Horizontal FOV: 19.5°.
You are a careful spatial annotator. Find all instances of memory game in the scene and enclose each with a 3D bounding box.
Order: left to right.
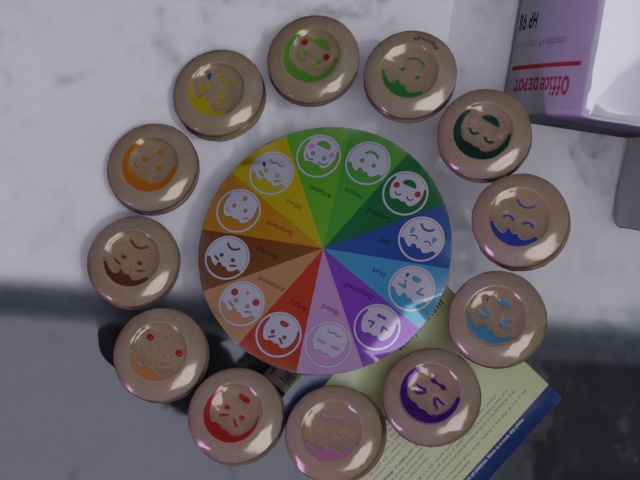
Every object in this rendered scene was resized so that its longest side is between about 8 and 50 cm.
[{"bbox_3d":[0.000,0.000,0.705,0.186,0.012,0.186,-3,74,9],"label":"memory game"}]

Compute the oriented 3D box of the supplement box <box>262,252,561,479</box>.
[{"bbox_3d":[0.032,0.061,0.736,0.083,0.056,0.083,43,85,-11],"label":"supplement box"}]

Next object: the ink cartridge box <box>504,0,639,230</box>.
[{"bbox_3d":[0.120,-0.095,0.719,0.060,0.104,0.180,9,91,-12],"label":"ink cartridge box"}]
